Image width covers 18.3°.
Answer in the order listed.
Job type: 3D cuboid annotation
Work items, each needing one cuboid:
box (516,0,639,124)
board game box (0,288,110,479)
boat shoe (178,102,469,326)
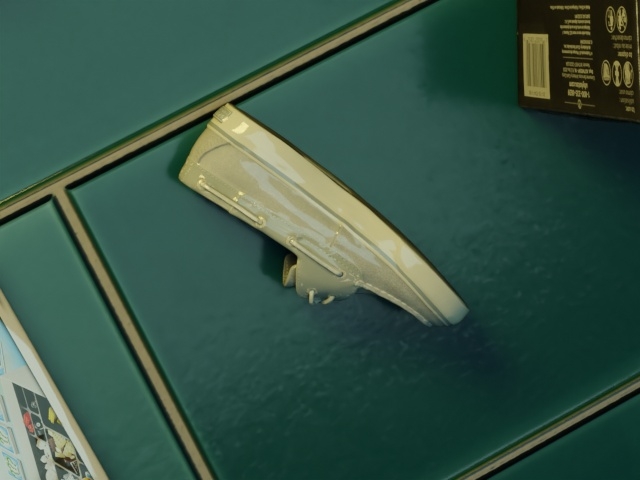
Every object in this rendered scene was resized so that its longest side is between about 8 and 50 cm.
[{"bbox_3d":[0.235,-0.162,1.338,0.142,0.247,0.163,-4,97,-12],"label":"box"},{"bbox_3d":[-0.253,0.166,1.354,0.193,0.053,0.305,-30,102,-9],"label":"board game box"},{"bbox_3d":[0.000,0.000,1.393,0.227,0.079,0.081,38,95,-9],"label":"boat shoe"}]
